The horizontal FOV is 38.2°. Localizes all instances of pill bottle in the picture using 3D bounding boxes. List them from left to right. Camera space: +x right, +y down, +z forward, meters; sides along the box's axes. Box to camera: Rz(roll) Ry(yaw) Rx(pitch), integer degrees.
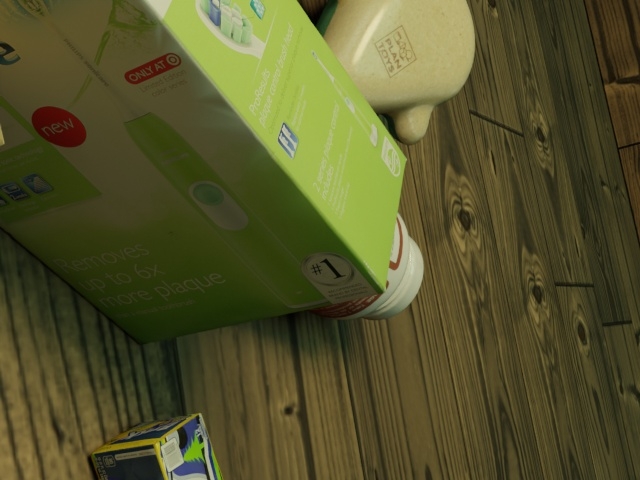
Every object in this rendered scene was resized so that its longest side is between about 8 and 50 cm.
[{"bbox_3d":[0.000,0.000,0.792,0.216,0.121,0.121,30,52,-52],"label":"pill bottle"}]

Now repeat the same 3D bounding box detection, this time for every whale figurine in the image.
[{"bbox_3d":[0.041,-0.194,0.974,0.272,0.141,0.216,-42,115,-31],"label":"whale figurine"}]

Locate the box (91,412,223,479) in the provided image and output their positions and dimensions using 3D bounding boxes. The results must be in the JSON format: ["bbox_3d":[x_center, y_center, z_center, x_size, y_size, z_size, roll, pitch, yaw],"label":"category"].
[{"bbox_3d":[-0.089,0.204,0.608,0.054,0.059,0.169,-25,99,-61],"label":"box"}]

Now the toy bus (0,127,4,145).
[{"bbox_3d":[-0.197,-0.047,0.402,0.104,0.202,0.191,-21,84,-30],"label":"toy bus"}]

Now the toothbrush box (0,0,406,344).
[{"bbox_3d":[-0.106,-0.073,0.559,0.283,0.206,0.122,51,38,-37],"label":"toothbrush box"}]
